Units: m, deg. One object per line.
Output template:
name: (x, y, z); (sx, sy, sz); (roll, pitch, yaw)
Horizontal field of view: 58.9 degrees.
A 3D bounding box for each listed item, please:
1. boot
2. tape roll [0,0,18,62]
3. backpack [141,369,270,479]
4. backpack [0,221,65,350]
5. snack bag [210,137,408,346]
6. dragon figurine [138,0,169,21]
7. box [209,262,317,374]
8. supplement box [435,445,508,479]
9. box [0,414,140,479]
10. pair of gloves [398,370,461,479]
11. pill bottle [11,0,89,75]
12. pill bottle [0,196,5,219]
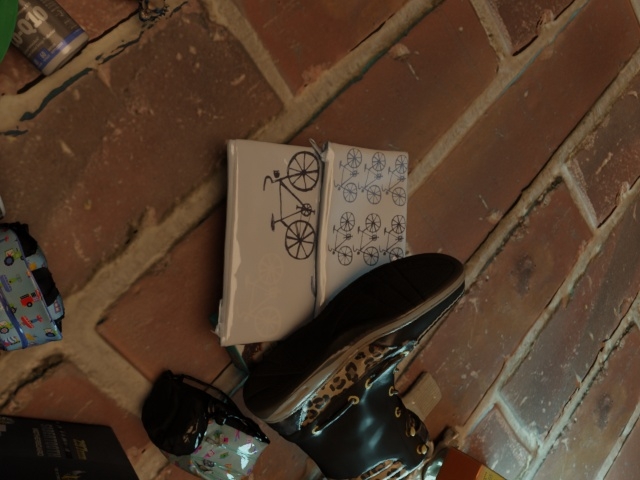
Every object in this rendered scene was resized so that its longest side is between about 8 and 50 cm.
boot: (0.100, 0.218, 0.891); (0.377, 0.138, 0.284); (-37, 120, -12)
tape roll: (-0.462, -0.260, 0.520); (0.321, 0.077, 0.321); (-13, 108, -44)
backpack: (-0.166, 0.288, 0.839); (0.115, 0.152, 0.182); (-53, 129, -12)
backpack: (-0.373, 0.063, 0.666); (0.117, 0.173, 0.158); (-24, 106, -28)
snack bag: (0.000, 0.000, 0.902); (0.343, 0.037, 0.323); (3, 91, -31)
dragon figurine: (-0.178, -0.423, 0.805); (0.085, 0.144, 0.289); (45, 51, -24)
box: (-0.051, 0.106, 0.933); (0.244, 0.060, 0.100); (-33, 109, -26)
supplement box: (0.319, 0.491, 1.144); (0.233, 0.080, 0.078); (43, 71, -46)
box: (-0.324, 0.280, 0.675); (0.183, 0.233, 0.059); (20, 86, -31)
pair of gloves: (0.194, 0.408, 1.115); (0.204, 0.042, 0.240); (-32, 110, -26)
pill bottle: (-0.367, -0.281, 0.703); (0.137, 0.078, 0.078); (47, 70, -25)
pill bottle: (-0.493, -0.044, 0.611); (0.246, 0.130, 0.130); (-24, 105, -28)
